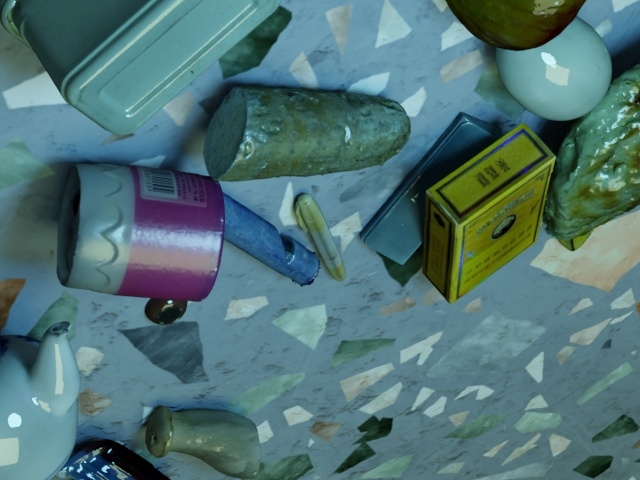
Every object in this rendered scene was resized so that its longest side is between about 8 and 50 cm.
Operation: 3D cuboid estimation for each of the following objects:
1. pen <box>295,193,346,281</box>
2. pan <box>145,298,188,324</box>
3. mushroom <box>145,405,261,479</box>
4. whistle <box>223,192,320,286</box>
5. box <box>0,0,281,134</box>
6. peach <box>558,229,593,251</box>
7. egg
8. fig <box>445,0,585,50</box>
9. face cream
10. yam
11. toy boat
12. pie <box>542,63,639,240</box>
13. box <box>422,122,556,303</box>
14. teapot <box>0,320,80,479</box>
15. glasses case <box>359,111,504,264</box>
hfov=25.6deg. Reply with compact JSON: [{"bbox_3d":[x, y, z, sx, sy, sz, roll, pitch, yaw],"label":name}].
[{"bbox_3d":[0.000,0.000,2.198,0.040,0.032,0.233,-10,144,10],"label":"pen"},{"bbox_3d":[-0.213,0.096,2.163,0.115,0.023,0.068,-28,142,-4],"label":"pan"},{"bbox_3d":[-0.187,0.336,2.398,0.247,0.096,0.108,23,118,-42],"label":"mushroom"},{"bbox_3d":[-0.104,-0.010,2.089,0.062,0.062,0.304,-41,142,12],"label":"whistle"},{"bbox_3d":[-0.197,-0.274,1.624,0.312,0.182,0.175,-39,142,10],"label":"box"},{"bbox_3d":[0.437,-0.020,2.457,0.083,0.050,0.077,-10,133,-53],"label":"peach"},{"bbox_3d":[0.335,-0.257,2.039,0.151,0.151,0.209,-43,141,15],"label":"egg"},{"bbox_3d":[0.215,-0.380,1.845,0.290,0.190,0.190,37,111,-13],"label":"fig"},{"bbox_3d":[-0.241,-0.011,1.873,0.195,0.175,0.175,7,131,-18],"label":"face cream"},{"bbox_3d":[-0.011,-0.151,1.943,0.330,0.133,0.133,-6,136,-36],"label":"yam"},{"bbox_3d":[-0.344,0.427,2.357,0.142,0.129,0.309,-48,141,-2],"label":"toy boat"},{"bbox_3d":[0.522,-0.148,2.239,0.418,0.180,0.395,-34,159,7],"label":"pie"},{"bbox_3d":[0.260,-0.036,2.214,0.193,0.084,0.301,-36,158,-13],"label":"box"},{"bbox_3d":[-0.483,0.222,1.963,0.424,0.252,0.280,-22,113,25],"label":"teapot"},{"bbox_3d":[0.181,-0.077,2.216,0.105,0.056,0.266,14,124,-44],"label":"glasses case"}]
